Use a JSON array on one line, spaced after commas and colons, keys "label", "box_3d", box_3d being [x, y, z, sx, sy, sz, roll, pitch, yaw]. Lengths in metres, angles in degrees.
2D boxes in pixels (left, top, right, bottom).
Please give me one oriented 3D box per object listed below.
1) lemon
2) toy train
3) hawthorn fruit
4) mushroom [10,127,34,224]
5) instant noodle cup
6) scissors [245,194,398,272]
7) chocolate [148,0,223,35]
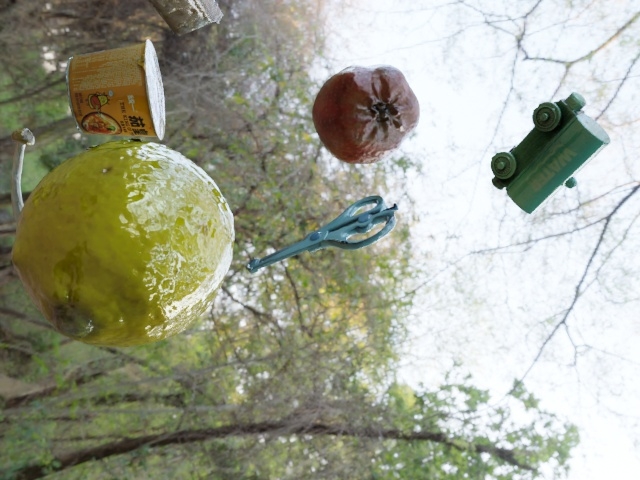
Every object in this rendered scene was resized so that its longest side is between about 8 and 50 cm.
[{"label": "lemon", "box_3d": [-0.321, 0.013, 1.073, 0.387, 0.350, 0.349, -79, 174, -55]}, {"label": "toy train", "box_3d": [0.443, -0.163, 1.259, 0.159, 0.101, 0.248, 56, -46, 20]}, {"label": "hawthorn fruit", "box_3d": [0.104, -0.345, 1.772, 0.330, 0.287, 0.286, -160, -122, -69]}, {"label": "mushroom", "box_3d": [-0.566, -0.066, 1.266, 0.043, 0.068, 0.306, -164, -115, -72]}, {"label": "instant noodle cup", "box_3d": [-0.436, -0.318, 1.391, 0.216, 0.173, 0.215, 175, -90, -85]}, {"label": "scissors", "box_3d": [0.000, 0.001, 1.500, 0.032, 0.393, 0.180, 59, 16, -28]}, {"label": "chocolate", "box_3d": [-0.214, -0.345, 0.750, 0.329, 0.103, 0.065, 46, 46, -69]}]
